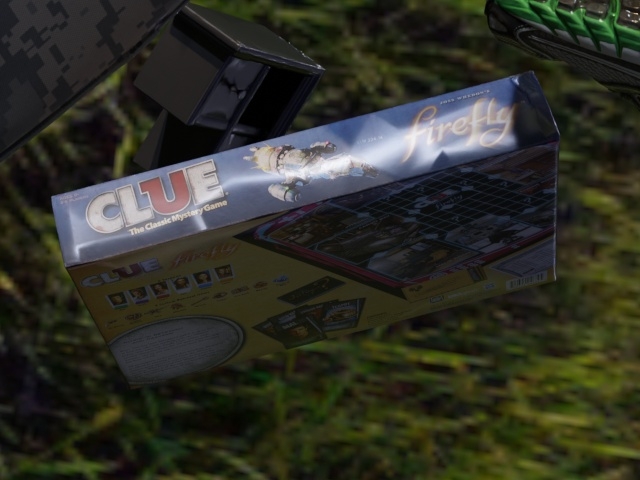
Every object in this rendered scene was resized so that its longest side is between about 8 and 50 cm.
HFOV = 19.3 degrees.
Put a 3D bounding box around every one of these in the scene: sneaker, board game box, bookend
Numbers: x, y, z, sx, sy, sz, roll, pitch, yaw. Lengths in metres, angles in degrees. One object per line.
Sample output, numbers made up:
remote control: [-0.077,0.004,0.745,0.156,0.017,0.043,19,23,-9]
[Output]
sneaker: [0.258,-0.083,1.246,0.134,0.343,0.146,-40,154,-53]
board game box: [0.000,0.000,0.965,0.165,0.243,0.042,78,-3,-64]
bookend: [-0.093,-0.099,1.493,0.156,0.072,0.157,-57,158,11]

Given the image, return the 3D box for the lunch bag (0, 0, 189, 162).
lunch bag: [-0.185,-0.225,0.967,0.305,0.212,0.256,-38,132,1]
